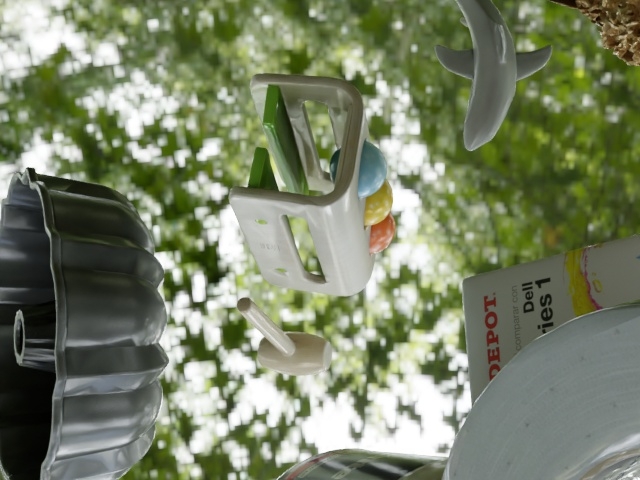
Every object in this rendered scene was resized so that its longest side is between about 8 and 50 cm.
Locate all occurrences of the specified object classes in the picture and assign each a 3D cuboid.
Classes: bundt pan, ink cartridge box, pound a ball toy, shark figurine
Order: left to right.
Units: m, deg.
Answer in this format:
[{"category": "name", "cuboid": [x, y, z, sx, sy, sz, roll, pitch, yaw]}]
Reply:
[{"category": "bundt pan", "cuboid": [-0.236, 0.094, 1.436, 0.124, 0.331, 0.331, 1, -144, -22]}, {"category": "pound a ball toy", "cuboid": [0.000, 0.000, 1.428, 0.135, 0.319, 0.208, 6, -109, 9]}, {"category": "shark figurine", "cuboid": [0.193, -0.274, 1.849, 0.166, 0.278, 0.116, -30, 180, -2]}, {"category": "ink cartridge box", "cuboid": [0.261, 0.107, 1.182, 0.278, 0.117, 0.201, -16, -113, 36]}]

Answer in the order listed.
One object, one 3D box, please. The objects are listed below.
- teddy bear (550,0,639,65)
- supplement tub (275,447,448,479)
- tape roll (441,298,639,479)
[{"category": "teddy bear", "cuboid": [0.239, -0.191, 1.008, 0.245, 0.113, 0.338, -8, -144, -45]}, {"category": "supplement tub", "cuboid": [0.071, 0.248, 1.048, 0.191, 0.191, 0.272, -25, -174, -26]}, {"category": "tape roll", "cuboid": [0.150, 0.126, 0.543, 0.219, 0.219, 0.072, 31, -156, 34]}]
